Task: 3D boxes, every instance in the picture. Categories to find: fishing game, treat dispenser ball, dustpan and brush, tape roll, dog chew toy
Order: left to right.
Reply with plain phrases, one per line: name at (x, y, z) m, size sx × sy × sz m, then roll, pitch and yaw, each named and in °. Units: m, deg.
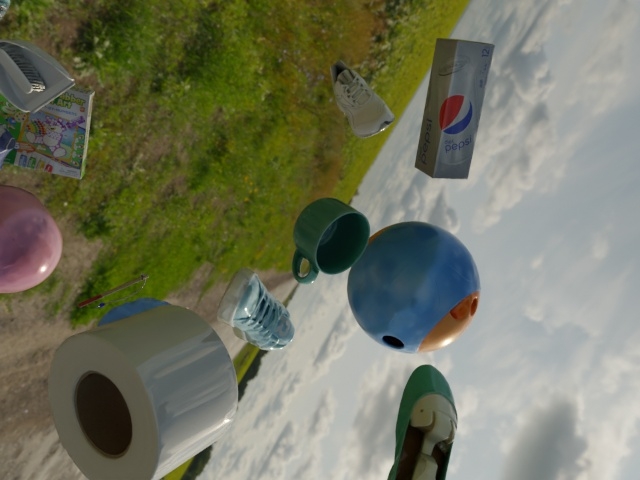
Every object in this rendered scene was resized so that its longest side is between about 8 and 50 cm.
dog chew toy at (-0.648, 0.041, 1.016) m, size 0.331 × 0.206 × 0.207 m, roll -38°, pitch 168°, yaw -31°
dustpan and brush at (-0.576, -0.337, 1.026) m, size 0.147 × 0.211 × 0.060 m, roll -21°, pitch -152°, yaw 26°
fishing game at (-0.356, 0.189, 1.126) m, size 0.189 × 0.264 × 0.041 m, roll -25°, pitch -148°, yaw -12°
tape roll at (-0.273, 0.237, 0.873) m, size 0.169 × 0.246 × 0.246 m, roll -17°, pitch 143°, yaw -57°
treat dispenser ball at (0.202, 0.102, 1.229) m, size 0.288 × 0.288 × 0.288 m, roll -59°, pitch 179°, yaw -2°

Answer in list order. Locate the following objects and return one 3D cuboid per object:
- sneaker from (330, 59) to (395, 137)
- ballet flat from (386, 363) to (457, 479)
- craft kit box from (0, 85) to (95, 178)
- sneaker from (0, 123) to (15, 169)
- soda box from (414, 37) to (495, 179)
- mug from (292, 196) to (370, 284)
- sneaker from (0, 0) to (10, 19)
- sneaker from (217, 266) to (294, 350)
sneaker at (0.091, -0.369, 1.468) m, size 0.111 × 0.129 × 0.297 m, roll -35°, pitch -138°, yaw 0°
ballet flat at (0.134, 0.269, 0.707) m, size 0.087 × 0.083 × 0.248 m, roll 125°, pitch -13°, yaw -60°
craft kit box at (-0.748, -0.309, 1.500) m, size 0.061 × 0.249 × 0.247 m, roll -108°, pitch -148°, yaw -63°
sneaker at (-0.808, -0.124, 1.326) m, size 0.315 × 0.182 × 0.128 m, roll -31°, pitch -149°, yaw 14°
soda box at (0.283, -0.280, 1.210) m, size 0.098 × 0.091 × 0.287 m, roll -127°, pitch -140°, yaw -62°
mug at (0.003, -0.009, 1.043) m, size 0.157 × 0.097 × 0.130 m, roll -28°, pitch 132°, yaw -26°
sneaker at (-0.868, -0.626, 1.314) m, size 0.122 × 0.283 × 0.110 m, roll -53°, pitch -141°, yaw -10°
sneaker at (-0.125, 0.165, 1.269) m, size 0.366 × 0.150 × 0.135 m, roll 83°, pitch 29°, yaw -71°
